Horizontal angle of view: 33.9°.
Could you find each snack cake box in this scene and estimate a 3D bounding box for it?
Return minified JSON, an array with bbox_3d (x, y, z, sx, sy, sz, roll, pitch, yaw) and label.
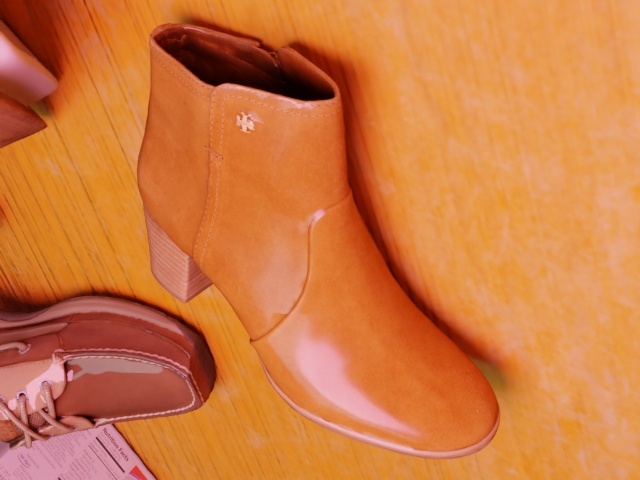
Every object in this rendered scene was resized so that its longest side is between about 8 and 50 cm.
[{"bbox_3d":[-0.232,0.290,1.039,0.089,0.152,0.264,-17,112,44],"label":"snack cake box"}]

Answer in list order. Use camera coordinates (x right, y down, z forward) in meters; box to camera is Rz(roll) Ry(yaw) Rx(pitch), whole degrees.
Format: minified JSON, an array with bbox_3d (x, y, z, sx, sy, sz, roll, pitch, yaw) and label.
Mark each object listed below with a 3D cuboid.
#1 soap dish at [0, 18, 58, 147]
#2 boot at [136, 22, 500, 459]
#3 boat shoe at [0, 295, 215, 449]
[{"bbox_3d":[-0.311,-0.166,0.666,0.291,0.118,0.229,45,177,-7],"label":"soap dish"},{"bbox_3d":[0.000,-0.001,0.660,0.295,0.104,0.211,30,137,18],"label":"boot"},{"bbox_3d":[-0.250,0.129,0.914,0.323,0.120,0.123,-2,129,23],"label":"boat shoe"}]
